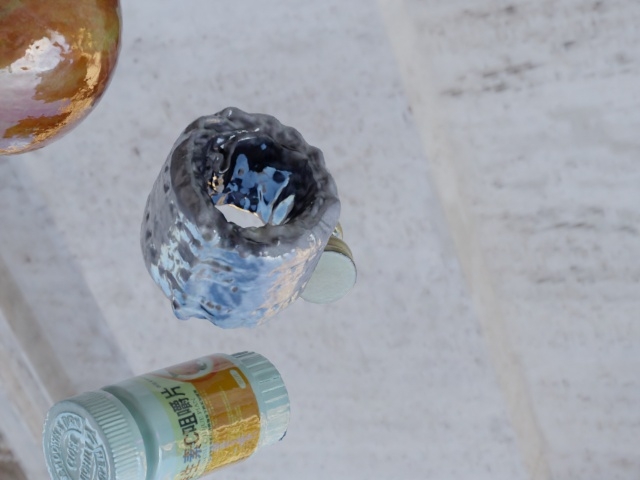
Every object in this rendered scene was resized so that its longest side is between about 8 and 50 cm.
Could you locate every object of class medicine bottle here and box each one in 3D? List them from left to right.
[{"bbox_3d":[-0.197,0.247,1.904,0.158,0.158,0.318,15,-161,41],"label":"medicine bottle"}]

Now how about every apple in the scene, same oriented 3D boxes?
[{"bbox_3d":[-0.394,-0.251,1.717,0.301,0.301,0.301,-14,-145,10],"label":"apple"}]

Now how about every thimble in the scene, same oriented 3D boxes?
[{"bbox_3d":[-0.095,-0.028,1.656,0.217,0.157,0.245,21,-137,-4],"label":"thimble"}]

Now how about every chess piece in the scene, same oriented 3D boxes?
[{"bbox_3d":[0.000,0.000,1.979,0.094,0.094,0.170,-16,-143,8],"label":"chess piece"}]
